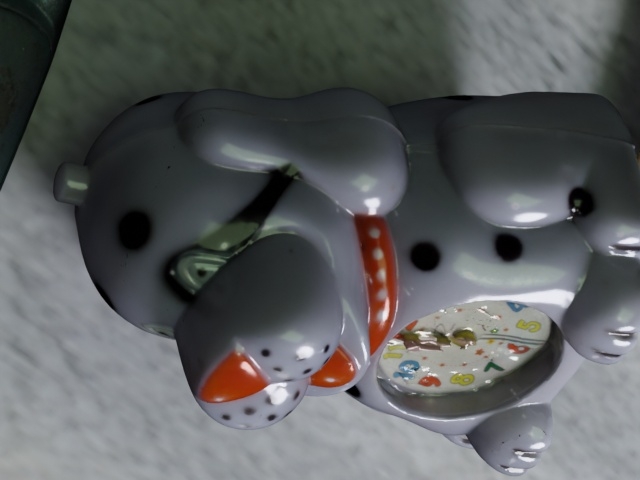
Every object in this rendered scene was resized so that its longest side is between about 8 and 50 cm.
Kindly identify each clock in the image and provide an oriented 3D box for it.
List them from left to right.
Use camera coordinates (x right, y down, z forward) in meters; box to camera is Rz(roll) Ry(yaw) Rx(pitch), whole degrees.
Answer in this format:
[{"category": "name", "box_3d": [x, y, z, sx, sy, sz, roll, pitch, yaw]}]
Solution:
[{"category": "clock", "box_3d": [0.003, 0.002, 0.867, 0.254, 0.189, 0.189, 7, 95, -28]}]

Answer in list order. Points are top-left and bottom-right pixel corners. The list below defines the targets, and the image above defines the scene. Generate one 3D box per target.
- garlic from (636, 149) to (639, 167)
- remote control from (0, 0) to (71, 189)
[{"category": "garlic", "box_3d": [0.239, -0.089, 1.034, 0.196, 0.151, 0.338, 10, 102, -7]}, {"category": "remote control", "box_3d": [-0.146, -0.093, 0.816, 0.072, 0.042, 0.222, 19, 89, -36]}]
